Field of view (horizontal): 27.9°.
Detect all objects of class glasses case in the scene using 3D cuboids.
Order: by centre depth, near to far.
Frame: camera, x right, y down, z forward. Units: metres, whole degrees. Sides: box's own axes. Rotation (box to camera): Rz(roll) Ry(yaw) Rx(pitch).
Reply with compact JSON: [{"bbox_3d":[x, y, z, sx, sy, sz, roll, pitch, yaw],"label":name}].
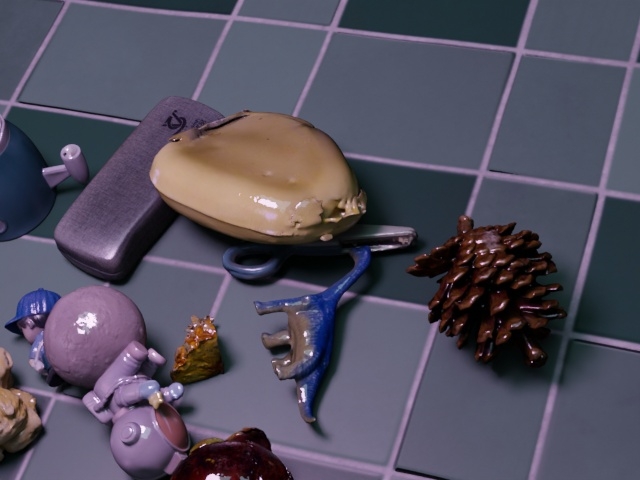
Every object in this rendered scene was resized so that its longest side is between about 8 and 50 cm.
[{"bbox_3d":[-0.272,-0.085,1.989,0.131,0.074,0.323,24,63,24],"label":"glasses case"}]

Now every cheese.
[{"bbox_3d":[-0.070,-0.084,1.881,0.315,0.128,0.259,23,45,38],"label":"cheese"}]

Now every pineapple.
[{"bbox_3d":[-0.165,0.145,1.819,0.077,0.114,0.114,21,35,-17],"label":"pineapple"}]

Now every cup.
[{"bbox_3d":[-0.511,-0.113,1.998,0.299,0.173,0.168,-6,55,7],"label":"cup"}]

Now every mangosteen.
[{"bbox_3d":[-0.115,0.317,1.629,0.166,0.166,0.180,-20,29,-3],"label":"mangosteen"}]

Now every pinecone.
[{"bbox_3d":[0.230,0.073,1.713,0.185,0.169,0.212,-27,55,2],"label":"pinecone"}]

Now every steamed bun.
[{"bbox_3d":[-0.501,0.231,1.792,0.192,0.106,0.177,-29,53,-8],"label":"steamed bun"}]

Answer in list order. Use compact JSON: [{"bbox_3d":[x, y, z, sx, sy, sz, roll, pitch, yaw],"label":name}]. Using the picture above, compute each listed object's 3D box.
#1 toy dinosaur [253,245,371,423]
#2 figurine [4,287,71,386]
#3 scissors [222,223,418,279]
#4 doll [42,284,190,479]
[{"bbox_3d":[0.015,0.131,1.778,0.188,0.075,0.248,-18,56,-4],"label":"toy dinosaur"},{"bbox_3d":[-0.395,0.139,1.857,0.086,0.087,0.149,-2,44,-38],"label":"figurine"},{"bbox_3d":[0.000,0.000,1.891,0.289,0.041,0.138,-3,43,13],"label":"scissors"},{"bbox_3d":[-0.269,0.198,1.739,0.151,0.151,0.287,-28,67,-9],"label":"doll"}]
